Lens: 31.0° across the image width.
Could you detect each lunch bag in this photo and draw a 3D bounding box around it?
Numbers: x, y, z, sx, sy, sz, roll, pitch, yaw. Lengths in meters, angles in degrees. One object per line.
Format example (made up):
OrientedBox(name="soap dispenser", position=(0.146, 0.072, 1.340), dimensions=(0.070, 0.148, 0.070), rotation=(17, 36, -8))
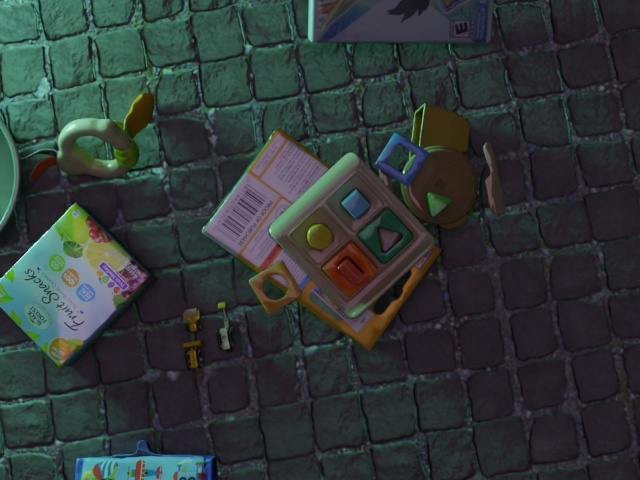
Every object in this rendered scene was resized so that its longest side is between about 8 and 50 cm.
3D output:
OrientedBox(name="lunch bag", position=(-0.273, 0.463, 1.812), dimensions=(0.221, 0.138, 0.293), rotation=(-3, 72, 4))

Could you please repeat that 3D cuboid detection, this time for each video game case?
OrientedBox(name="video game case", position=(0.133, -0.476, 1.819), dimensions=(0.300, 0.036, 0.329), rotation=(-1, 107, -10))

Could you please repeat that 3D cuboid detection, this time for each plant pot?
OrientedBox(name="plant pot", position=(0.194, -0.167, 1.855), dimensions=(0.083, 0.081, 0.081), rotation=(9, 85, -6))

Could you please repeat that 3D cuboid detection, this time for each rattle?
OrientedBox(name="rattle", position=(-0.385, -0.175, 1.898), dimensions=(0.200, 0.130, 0.142), rotation=(-13, 63, 32))

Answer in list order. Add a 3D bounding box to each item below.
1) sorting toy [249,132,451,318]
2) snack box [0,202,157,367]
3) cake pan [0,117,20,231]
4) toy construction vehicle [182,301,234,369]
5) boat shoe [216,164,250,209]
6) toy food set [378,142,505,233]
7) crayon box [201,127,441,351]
OrientedBox(name="sorting toy", position=(0.047, -0.005, 1.752), dimensions=(0.348, 0.047, 0.196), rotation=(-43, 92, 2))
OrientedBox(name="snack box", position=(-0.400, 0.073, 1.869), dimensions=(0.174, 0.070, 0.207), rotation=(43, 90, 6))
OrientedBox(name="cake pan", position=(-0.624, -0.100, 1.897), dimensions=(0.293, 0.054, 0.293), rotation=(-1, 85, 7))
OrientedBox(name="toy construction vehicle", position=(-0.181, 0.154, 1.870), dimensions=(0.086, 0.035, 0.098), rotation=(-14, 81, 13))
OrientedBox(name="boat shoe", position=(-0.115, -0.091, 1.881), dimensions=(0.042, 0.049, 0.133), rotation=(36, 88, -2))
OrientedBox(name="toy food set", position=(0.184, -0.082, 1.809), dimensions=(0.192, 0.038, 0.132), rotation=(-9, 89, -8))
OrientedBox(name="crayon box", position=(0.000, 0.000, 1.827), dimensions=(0.323, 0.083, 0.203), rotation=(36, 87, -4))
